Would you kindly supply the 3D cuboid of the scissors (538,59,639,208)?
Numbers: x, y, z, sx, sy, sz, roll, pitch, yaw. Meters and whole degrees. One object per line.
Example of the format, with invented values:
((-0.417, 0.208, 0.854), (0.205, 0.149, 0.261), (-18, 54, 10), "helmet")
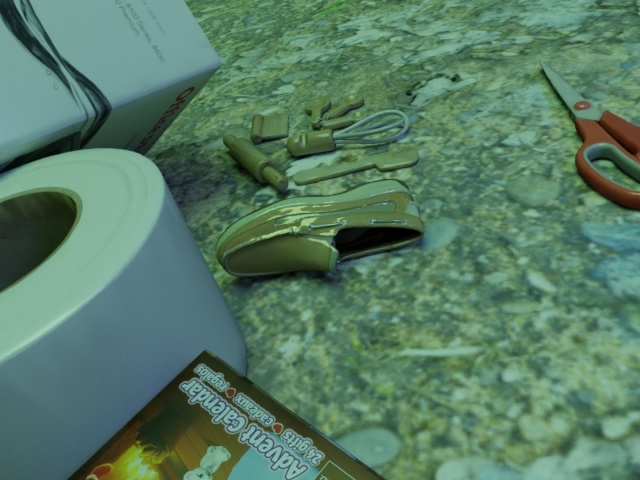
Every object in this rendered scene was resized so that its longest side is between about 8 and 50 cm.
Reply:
((0.265, -0.124, 0.587), (0.108, 0.021, 0.297), (-23, 39, -2), "scissors")

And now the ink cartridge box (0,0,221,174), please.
((-0.337, -0.121, 0.577), (0.395, 0.166, 0.285), (-38, 9, -39), "ink cartridge box")

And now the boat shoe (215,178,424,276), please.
((0.000, 0.000, 0.514), (0.189, 0.068, 0.072), (-19, 49, 0), "boat shoe")

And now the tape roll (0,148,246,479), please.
((-0.195, 0.067, 0.424), (0.246, 0.169, 0.246), (-11, 38, 9), "tape roll")

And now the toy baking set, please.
((-0.006, -0.128, 0.698), (0.196, 0.030, 0.256), (-28, 38, -12), "toy baking set")

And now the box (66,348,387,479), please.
((-0.023, 0.197, 0.253), (0.293, 0.057, 0.201), (25, 55, 33), "box")
